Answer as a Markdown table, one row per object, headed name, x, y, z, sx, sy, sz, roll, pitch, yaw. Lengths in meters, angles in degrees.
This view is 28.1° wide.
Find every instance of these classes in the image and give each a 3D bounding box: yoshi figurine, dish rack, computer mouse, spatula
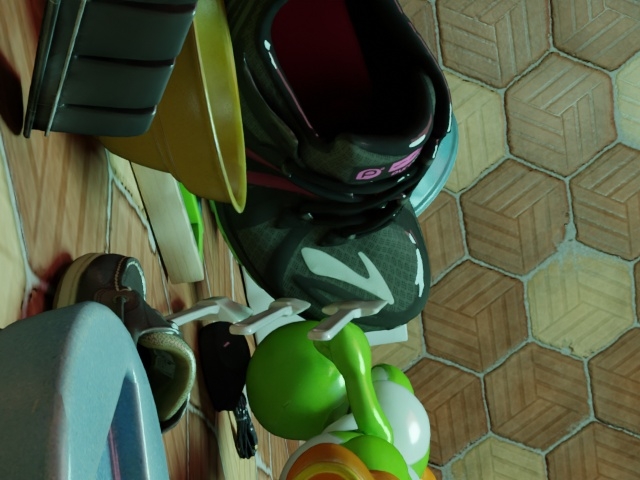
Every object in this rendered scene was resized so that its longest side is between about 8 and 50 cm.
| name | x | y | z | sx | sy | sz | roll | pitch | yaw |
| --- | --- | --- | --- | --- | --- | --- | --- | --- | --- |
| yoshi figurine | -0.006 | 0.173 | 1.064 | 0.362 | 0.204 | 0.203 | -64 | 139 | -74 |
| dish rack | -0.082 | -0.198 | 0.628 | 0.208 | 0.074 | 0.271 | 132 | -34 | -63 |
| computer mouse | -0.078 | 0.151 | 1.251 | 0.242 | 0.041 | 0.071 | 79 | 3 | -58 |
| spatula | -0.044 | 0.061 | 0.993 | 0.242 | 0.168 | 0.019 | -19 | 112 | -80 |

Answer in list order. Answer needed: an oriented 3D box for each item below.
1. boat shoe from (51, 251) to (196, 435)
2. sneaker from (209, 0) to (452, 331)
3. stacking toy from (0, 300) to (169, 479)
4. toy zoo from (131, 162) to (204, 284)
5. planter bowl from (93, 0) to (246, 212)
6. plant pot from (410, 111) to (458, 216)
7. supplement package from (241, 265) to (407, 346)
| name | x | y | z | sx | sy | sz | roll | pitch | yaw |
| --- | --- | --- | --- | --- | --- | --- | --- | --- | --- |
| boat shoe | -0.098 | 0.070 | 0.641 | 0.223 | 0.073 | 0.080 | -92 | 173 | -66 |
| sneaker | 0.005 | -0.075 | 1.055 | 0.202 | 0.185 | 0.482 | 39 | -21 | 43 |
| stacking toy | -0.064 | 0.186 | 0.395 | 0.279 | 0.130 | 0.308 | 76 | 6 | -63 |
| toy zoo | -0.132 | -0.132 | 1.080 | 0.293 | 0.030 | 0.192 | -96 | 176 | -45 |
| planter bowl | -0.110 | -0.119 | 0.831 | 0.217 | 0.090 | 0.217 | -8 | 90 | -88 |
| plant pot | -0.022 | -0.161 | 1.339 | 0.255 | 0.272 | 0.271 | 58 | 19 | -45 |
| supplement package | 0.000 | 0.000 | 1.716 | 0.262 | 0.198 | 0.199 | -93 | 175 | -63 |
